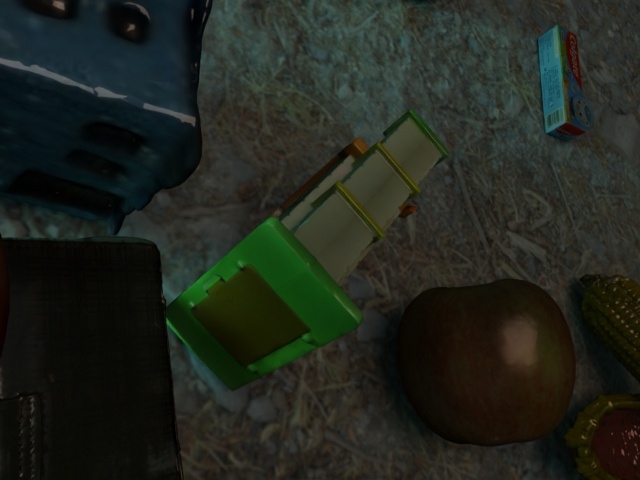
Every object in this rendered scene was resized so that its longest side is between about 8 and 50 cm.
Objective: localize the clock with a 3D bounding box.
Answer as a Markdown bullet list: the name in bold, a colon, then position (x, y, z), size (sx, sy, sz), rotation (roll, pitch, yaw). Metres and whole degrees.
- **clock**: position (0.000, 0.000, 0.619), size (0.106, 0.219, 0.255), rotation (48, 48, -5)

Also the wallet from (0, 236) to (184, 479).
- **wallet**: position (-0.195, 0.152, 0.523), size (0.168, 0.044, 0.317), rotation (0, 78, -45)

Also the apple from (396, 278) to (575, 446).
- **apple**: position (0.180, 0.132, 0.689), size (0.188, 0.188, 0.174), rotation (-3, 79, -31)

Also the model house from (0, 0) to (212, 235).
- **model house**: position (-0.258, -0.159, 0.486), size (0.303, 0.237, 0.216), rotation (16, 66, -33)

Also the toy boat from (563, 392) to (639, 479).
- **toy boat**: position (0.426, 0.274, 0.838), size (0.317, 0.099, 0.141), rotation (8, 66, -25)

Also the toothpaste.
- **toothpaste**: position (0.408, -0.259, 1.048), size (0.070, 0.044, 0.194), rotation (16, 66, -27)

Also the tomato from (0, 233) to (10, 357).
- **tomato**: position (-0.356, 0.037, 0.337), size (0.338, 0.144, 0.339), rotation (-2, 107, -7)

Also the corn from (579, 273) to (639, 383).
- **corn**: position (0.456, 0.146, 0.866), size (0.097, 0.097, 0.262), rotation (-15, 55, -33)
